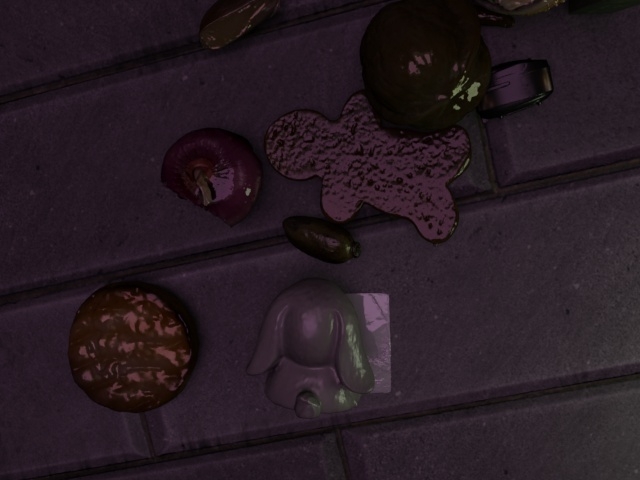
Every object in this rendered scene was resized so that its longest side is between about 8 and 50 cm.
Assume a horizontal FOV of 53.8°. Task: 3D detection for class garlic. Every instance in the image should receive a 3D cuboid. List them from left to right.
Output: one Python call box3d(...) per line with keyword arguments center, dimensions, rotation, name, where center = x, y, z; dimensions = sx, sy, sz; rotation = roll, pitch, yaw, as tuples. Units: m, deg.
box3d(center=(-0.165, -0.464, 1.297), dimensions=(0.195, 0.101, 0.087), rotation=(-30, 124, 3), name="garlic")

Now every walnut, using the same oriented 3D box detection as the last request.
box3d(center=(0.190, -0.342, 1.184), dimensions=(0.227, 0.283, 0.283), rotation=(22, 102, -37), name="walnut")

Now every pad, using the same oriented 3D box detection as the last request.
box3d(center=(0.078, 0.230, 1.399), dimensions=(0.156, 0.004, 0.232), rotation=(-1, 97, 7), name="pad")

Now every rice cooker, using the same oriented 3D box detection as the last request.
box3d(center=(0.372, -0.301, 1.246), dimensions=(0.165, 0.112, 0.107), rotation=(-22, 100, 16), name="rice cooker")

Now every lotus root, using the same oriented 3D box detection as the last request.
box3d(center=(0.000, 0.000, 1.339), dimensions=(0.179, 0.089, 0.081), rotation=(19, 69, 11), name="lotus root")

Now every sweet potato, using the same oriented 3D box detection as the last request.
box3d(center=(0.258, -0.472, 1.263), dimensions=(0.269, 0.075, 0.075), rotation=(22, 99, -6), name="sweet potato")

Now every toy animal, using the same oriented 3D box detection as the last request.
box3d(center=(-0.011, 0.211, 1.304), dimensions=(0.271, 0.206, 0.265), rotation=(10, 102, 11), name="toy animal")

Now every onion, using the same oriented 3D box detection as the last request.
box3d(center=(-0.217, -0.143, 1.313), dimensions=(0.207, 0.200, 0.201), rotation=(23, 101, 36), name="onion")

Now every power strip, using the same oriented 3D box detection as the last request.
box3d(center=(0.523, -0.443, 1.120), dimensions=(0.093, 0.288, 0.053), rotation=(1, 105, 7), name="power strip")

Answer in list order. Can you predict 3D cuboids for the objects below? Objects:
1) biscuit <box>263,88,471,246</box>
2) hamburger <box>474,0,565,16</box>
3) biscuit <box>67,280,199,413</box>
box3d(center=(0.093, -0.166, 1.320), dimensions=(0.431, 0.064, 0.283), rotation=(13, 91, 7), name="biscuit")
box3d(center=(0.381, -0.561, 1.153), dimensions=(0.301, 0.170, 0.302), rotation=(-9, 69, 23), name="hamburger")
box3d(center=(-0.414, 0.235, 1.412), dimensions=(0.296, 0.102, 0.297), rotation=(0, 93, 6), name="biscuit")
